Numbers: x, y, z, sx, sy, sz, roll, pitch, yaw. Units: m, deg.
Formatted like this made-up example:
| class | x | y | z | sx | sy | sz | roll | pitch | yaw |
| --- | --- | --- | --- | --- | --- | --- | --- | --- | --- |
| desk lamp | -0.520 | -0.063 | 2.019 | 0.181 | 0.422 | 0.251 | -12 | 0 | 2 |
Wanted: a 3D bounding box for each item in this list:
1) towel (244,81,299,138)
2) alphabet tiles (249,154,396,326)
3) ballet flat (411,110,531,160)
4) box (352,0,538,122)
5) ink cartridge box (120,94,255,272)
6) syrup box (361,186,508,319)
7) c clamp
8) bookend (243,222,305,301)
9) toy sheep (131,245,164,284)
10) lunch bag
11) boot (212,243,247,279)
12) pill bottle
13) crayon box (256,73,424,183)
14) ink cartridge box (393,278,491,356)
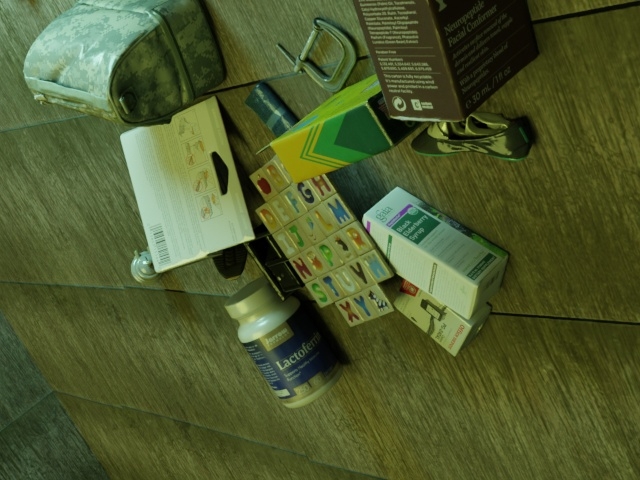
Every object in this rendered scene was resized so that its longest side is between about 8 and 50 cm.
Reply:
| class | x | y | z | sx | sy | sz | roll | pitch | yaw |
| --- | --- | --- | --- | --- | --- | --- | --- | --- | --- |
| towel | -0.084 | -0.228 | 1.917 | 0.119 | 0.029 | 0.067 | 49 | 147 | 1 |
| alphabet tiles | 0.000 | 0.000 | 1.905 | 0.342 | 0.011 | 0.285 | 56 | 151 | -3 |
| ballet flat | 0.218 | -0.163 | 1.574 | 0.203 | 0.074 | 0.074 | 9 | 130 | 39 |
| box | 0.138 | -0.363 | 1.354 | 0.143 | 0.191 | 0.381 | 9 | 131 | 46 |
| ink cartridge box | -0.254 | -0.110 | 2.116 | 0.261 | 0.066 | 0.296 | -17 | 86 | 30 |
| syrup box | 0.187 | 0.019 | 1.776 | 0.237 | 0.093 | 0.096 | 34 | 146 | 24 |
| c clamp | -0.006 | -0.310 | 1.741 | 0.137 | 0.022 | 0.160 | 49 | 149 | 2 |
| bookend | -0.057 | 0.031 | 2.111 | 0.156 | 0.072 | 0.157 | -16 | 110 | 56 |
| toy sheep | -0.422 | 0.065 | 2.586 | 0.091 | 0.091 | 0.132 | 47 | 166 | 5 |
| lunch bag | -0.374 | -0.329 | 1.955 | 0.305 | 0.256 | 0.212 | 20 | 137 | 40 |
| boot | -0.186 | 0.037 | 2.228 | 0.137 | 0.077 | 0.198 | 81 | 177 | -47 |
| pill bottle | -0.081 | 0.211 | 2.251 | 0.264 | 0.153 | 0.153 | 57 | 148 | -11 |
| crayon box | 0.062 | -0.187 | 1.618 | 0.318 | 0.202 | 0.081 | -14 | 112 | 57 |
| ink cartridge box | 0.214 | 0.117 | 1.874 | 0.150 | 0.063 | 0.109 | 40 | 147 | 17 |
